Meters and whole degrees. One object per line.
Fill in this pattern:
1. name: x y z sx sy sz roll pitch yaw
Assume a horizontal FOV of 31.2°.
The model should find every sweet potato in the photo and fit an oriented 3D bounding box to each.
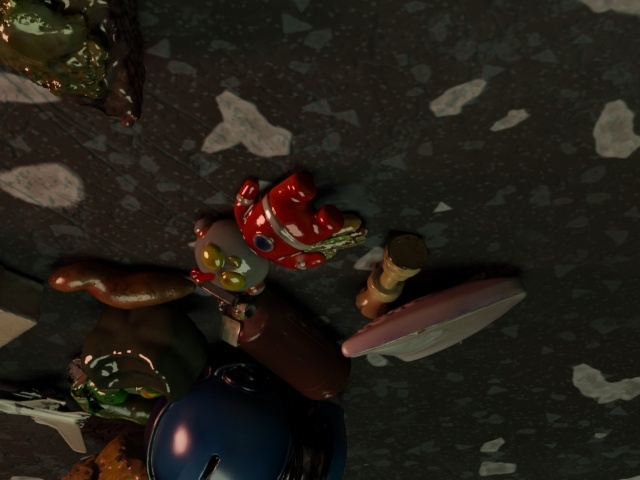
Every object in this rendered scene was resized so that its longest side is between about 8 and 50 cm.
1. sweet potato: -0.271 0.063 1.565 0.202 0.058 0.055 6 165 -9

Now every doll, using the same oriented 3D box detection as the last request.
1. doll: -0.123 0.319 1.786 0.309 0.240 0.284 21 103 -20
2. doll: -0.083 0.000 1.445 0.245 0.076 0.142 -30 107 32

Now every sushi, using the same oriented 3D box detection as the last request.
1. sushi: -0.267 -0.209 1.119 0.161 0.108 0.241 2 147 6

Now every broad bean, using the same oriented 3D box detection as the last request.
1. broad bean: -0.271 0.282 1.899 0.256 0.052 0.053 9 -173 -16

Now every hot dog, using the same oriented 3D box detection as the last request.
1. hot dog: 0.000 0.000 1.472 0.133 0.041 0.056 -11 144 17

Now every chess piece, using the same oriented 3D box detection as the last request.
1. chess piece: 0.090 0.056 1.544 0.060 0.060 0.172 10 148 -13

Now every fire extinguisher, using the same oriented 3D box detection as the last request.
1. fire extinguisher: -0.067 0.134 1.632 0.104 0.105 0.269 -19 142 27

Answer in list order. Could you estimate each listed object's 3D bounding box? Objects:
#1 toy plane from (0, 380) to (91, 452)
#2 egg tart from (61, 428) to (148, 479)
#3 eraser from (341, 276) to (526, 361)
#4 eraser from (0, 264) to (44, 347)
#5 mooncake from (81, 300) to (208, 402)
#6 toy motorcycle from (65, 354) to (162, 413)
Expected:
1. toy plane: -0.474 0.265 1.866 0.234 0.082 0.160 26 151 -10
2. egg tart: -0.264 0.417 1.940 0.351 0.352 0.150 11 104 -14
3. eraser: 0.170 0.103 1.588 0.243 0.059 0.204 -29 160 21
4. eraser: -0.554 0.049 1.534 0.343 0.078 0.144 28 138 -35
5. mooncake: -0.249 0.155 1.605 0.175 0.168 0.104 -23 140 8
6. toy motorcycle: -0.313 0.206 1.732 0.190 0.106 0.074 -14 144 24
